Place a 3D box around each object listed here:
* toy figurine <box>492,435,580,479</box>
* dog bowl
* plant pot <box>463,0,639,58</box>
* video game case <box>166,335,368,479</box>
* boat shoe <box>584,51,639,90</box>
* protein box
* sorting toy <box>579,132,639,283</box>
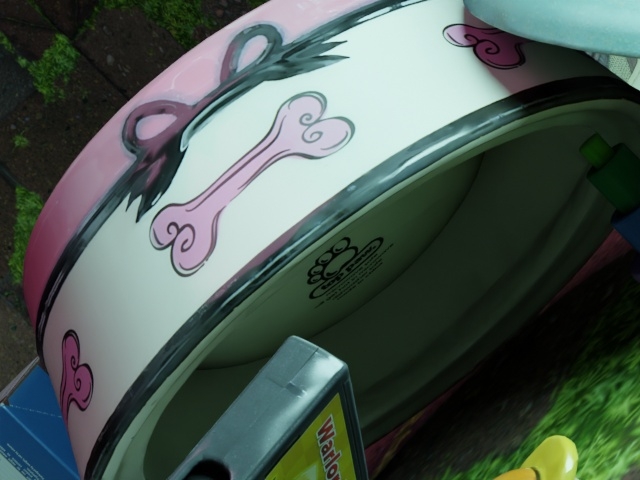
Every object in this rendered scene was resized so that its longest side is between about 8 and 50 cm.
[{"bbox_3d":[0.025,0.176,0.599,0.209,0.148,0.213,-48,7,-23],"label":"toy figurine"},{"bbox_3d":[0.000,0.000,1.110,0.408,0.150,0.408,-31,-21,-13],"label":"dog bowl"},{"bbox_3d":[0.220,-0.217,0.945,0.293,0.196,0.293,-1,18,0],"label":"plant pot"},{"bbox_3d":[-0.059,0.207,0.760,0.248,0.035,0.275,-48,-30,-27],"label":"video game case"},{"bbox_3d":[0.175,-0.076,1.466,0.285,0.092,0.103,-50,8,-36],"label":"boat shoe"},{"bbox_3d":[-0.266,0.250,1.725,0.201,0.200,0.136,-42,7,24],"label":"protein box"},{"bbox_3d":[0.209,-0.034,0.866,0.127,0.126,0.365,-47,7,-12],"label":"sorting toy"}]
